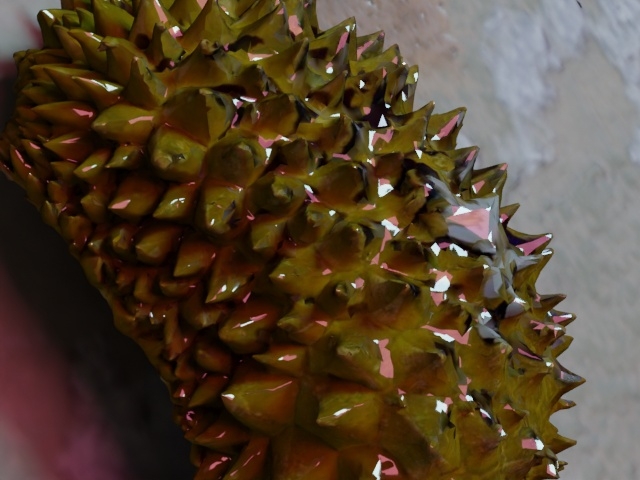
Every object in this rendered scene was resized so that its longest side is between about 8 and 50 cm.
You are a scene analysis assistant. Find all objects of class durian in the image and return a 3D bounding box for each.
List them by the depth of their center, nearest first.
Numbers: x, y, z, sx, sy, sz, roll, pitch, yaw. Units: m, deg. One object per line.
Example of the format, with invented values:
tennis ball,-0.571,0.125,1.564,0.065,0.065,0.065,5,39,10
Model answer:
durian,0.002,-0.002,0.656,0.183,0.138,0.250,-32,87,-37
